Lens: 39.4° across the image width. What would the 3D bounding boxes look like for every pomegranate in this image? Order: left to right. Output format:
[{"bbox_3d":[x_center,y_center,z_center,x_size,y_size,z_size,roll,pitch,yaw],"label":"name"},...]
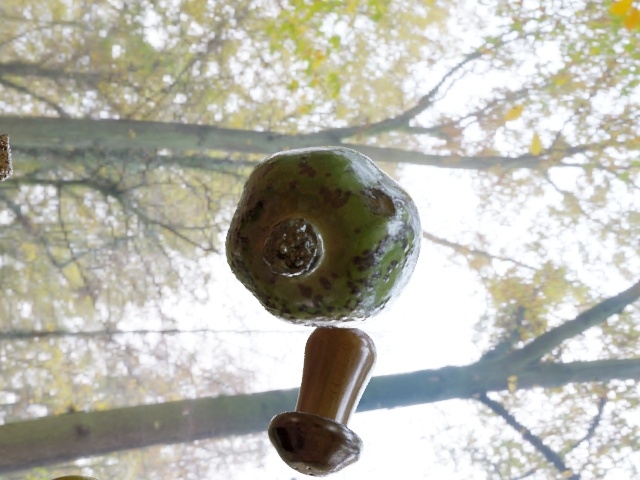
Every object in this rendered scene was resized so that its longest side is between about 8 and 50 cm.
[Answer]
[{"bbox_3d":[0.000,0.000,1.125,0.254,0.270,0.254,1,-83,13],"label":"pomegranate"}]

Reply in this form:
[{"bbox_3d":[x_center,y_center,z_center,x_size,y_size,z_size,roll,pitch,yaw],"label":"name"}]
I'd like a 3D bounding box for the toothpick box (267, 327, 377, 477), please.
[{"bbox_3d":[0.012,0.320,1.776,0.192,0.192,0.294,-33,-149,49],"label":"toothpick box"}]

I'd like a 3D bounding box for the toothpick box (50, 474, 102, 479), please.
[{"bbox_3d":[-0.469,0.593,1.667,0.271,0.175,0.175,-99,-150,-52],"label":"toothpick box"}]

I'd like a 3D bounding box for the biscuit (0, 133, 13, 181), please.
[{"bbox_3d":[-0.523,-0.104,1.215,0.034,0.199,0.064,161,-80,-69],"label":"biscuit"}]
